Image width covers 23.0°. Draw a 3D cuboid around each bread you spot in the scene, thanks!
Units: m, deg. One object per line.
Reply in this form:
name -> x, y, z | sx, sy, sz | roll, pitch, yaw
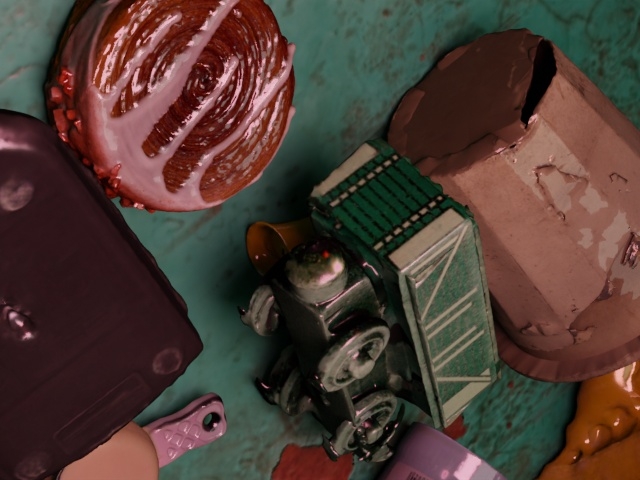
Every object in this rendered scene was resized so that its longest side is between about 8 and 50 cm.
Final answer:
bread -> -0.092, -0.093, 0.981 | 0.160, 0.073, 0.160 | -16, 116, -36

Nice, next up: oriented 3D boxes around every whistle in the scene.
whistle -> 0.002, 0.001, 1.118 | 0.109, 0.046, 0.057 | -19, 103, -40

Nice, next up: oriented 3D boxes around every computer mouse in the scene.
computer mouse -> -0.192, 0.023, 0.917 | 0.170, 0.100, 0.269 | -35, 136, -5

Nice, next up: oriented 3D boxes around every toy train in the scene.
toy train -> 0.032, 0.055, 1.082 | 0.154, 0.115, 0.269 | -44, 150, -17

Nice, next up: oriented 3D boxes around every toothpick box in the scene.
toothpick box -> 0.070, 0.230, 1.216 | 0.153, 0.101, 0.101 | -55, 131, -10

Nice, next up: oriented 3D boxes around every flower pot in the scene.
flower pot -> 0.165, -0.035, 1.139 | 0.212, 0.212, 0.202 | -51, 124, -14

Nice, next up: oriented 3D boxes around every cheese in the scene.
cheese -> -0.137, 0.147, 1.048 | 0.171, 0.047, 0.092 | -43, 131, -19

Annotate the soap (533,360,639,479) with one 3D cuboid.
soap -> 0.312, 0.073, 1.369 | 0.169, 0.338, 0.304 | 21, 48, -38
